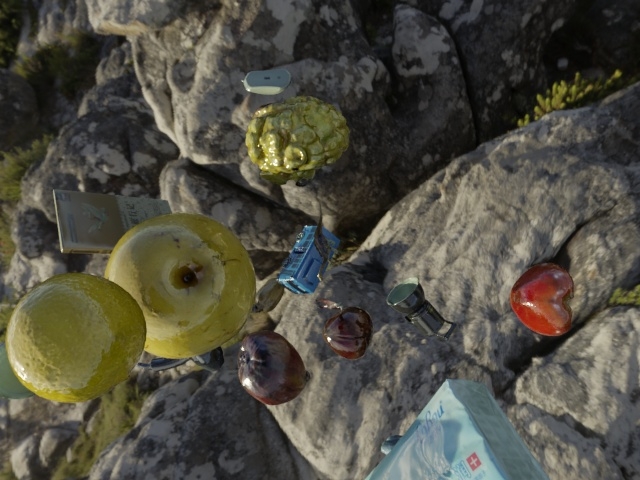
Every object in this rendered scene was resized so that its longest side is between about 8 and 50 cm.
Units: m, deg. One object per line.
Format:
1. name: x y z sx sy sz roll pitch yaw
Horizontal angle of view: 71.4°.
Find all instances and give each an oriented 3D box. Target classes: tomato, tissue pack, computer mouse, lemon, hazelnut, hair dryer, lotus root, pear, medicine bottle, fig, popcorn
1. tomato: 0.690 0.188 1.424 0.140 0.200 0.232 1 85 -11
2. tissue pack: 0.159 0.337 0.584 0.263 0.089 0.177 -60 32 25
3. computer mouse: -0.116 -0.342 0.967 0.110 0.032 0.055 0 68 5
4. lemon: -0.356 0.137 0.651 0.203 0.178 0.178 37 95 11
5. hazelnut: 0.116 0.384 1.880 0.230 0.229 0.229 -4 79 21
6. hair dryer: -0.437 0.320 1.285 0.272 0.235 0.091 -26 27 9
7. lotus root: -0.151 0.161 1.286 0.063 0.152 0.072 0 125 42
8. pear: -0.318 0.099 1.029 0.349 0.348 0.348 -4 79 21
9. medicine bottle: -0.700 0.295 1.067 0.147 0.143 0.147 2 85 -18
10. fig: -0.160 0.416 1.442 0.224 0.224 0.263 -30 103 15
11. popcorn: -0.047 -0.204 0.923 0.218 0.189 0.169 -10 84 -22

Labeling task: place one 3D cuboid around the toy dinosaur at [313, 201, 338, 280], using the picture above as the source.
1. toy dinosaur: 0.009 0.008 0.902 0.037 0.058 0.180 -26 50 18

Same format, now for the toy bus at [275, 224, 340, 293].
1. toy bus: -0.033 0.054 1.226 0.106 0.090 0.184 1 59 52

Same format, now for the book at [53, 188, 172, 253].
1. book: -0.545 -0.047 1.220 0.021 0.311 0.216 -53 51 33

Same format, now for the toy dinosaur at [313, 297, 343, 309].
1. toy dinosaur: 0.037 0.258 1.767 0.108 0.220 0.032 -5 68 31

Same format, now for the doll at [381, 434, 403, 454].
1. doll: 0.208 0.387 0.854 0.180 0.120 0.075 2 98 28

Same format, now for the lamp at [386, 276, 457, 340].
1. lamp: 0.370 0.267 1.668 0.227 0.172 0.147 49 61 -12
